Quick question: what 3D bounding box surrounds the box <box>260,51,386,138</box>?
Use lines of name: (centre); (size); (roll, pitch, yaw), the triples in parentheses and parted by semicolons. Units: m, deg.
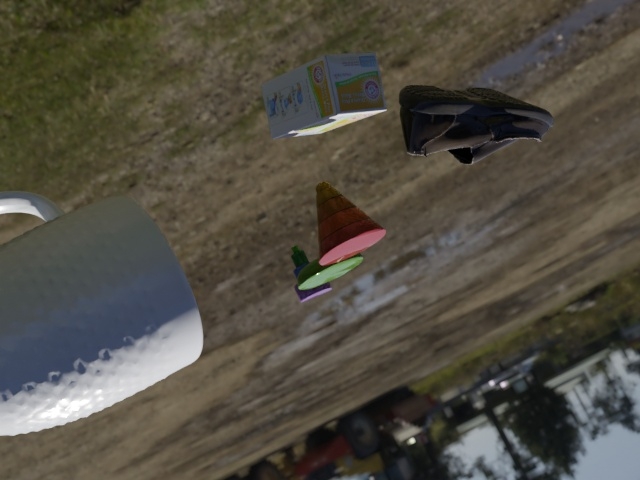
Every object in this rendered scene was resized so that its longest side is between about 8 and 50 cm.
box: (0.004, -0.248, 1.713); (0.114, 0.103, 0.203); (-11, 180, -35)

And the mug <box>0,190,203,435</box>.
mug: (-0.403, 0.085, 1.419); (0.328, 0.374, 0.276); (-27, 159, -27)

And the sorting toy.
sorting toy: (0.000, 0.000, 1.746); (0.127, 0.126, 0.365); (-22, 167, -19)

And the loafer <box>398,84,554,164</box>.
loafer: (0.166, -0.124, 1.097); (0.220, 0.080, 0.078); (0, 112, -36)
